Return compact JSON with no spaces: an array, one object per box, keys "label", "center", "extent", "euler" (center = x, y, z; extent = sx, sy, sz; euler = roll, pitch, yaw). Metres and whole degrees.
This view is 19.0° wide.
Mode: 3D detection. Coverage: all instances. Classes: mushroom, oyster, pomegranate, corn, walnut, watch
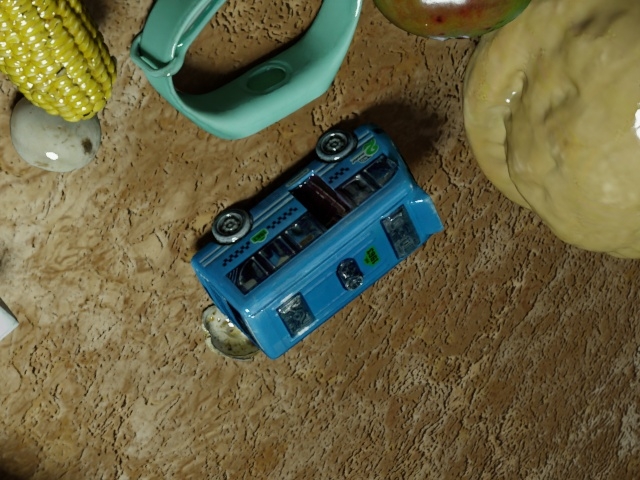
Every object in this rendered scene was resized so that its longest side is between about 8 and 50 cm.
[{"label":"mushroom","center":[-0.244,-0.094,1.736],"extent":[0.085,0.085,0.079],"euler":[-14,159,-33]},{"label":"oyster","center":[-0.093,0.092,2.054],"extent":[0.081,0.038,0.083],"euler":[-42,115,-21]},{"label":"pomegranate","center":[0.122,-0.295,1.817],"extent":[0.180,0.180,0.209],"euler":[-12,99,-34]},{"label":"corn","center":[-0.265,-0.216,1.585],"extent":[0.115,0.115,0.318],"euler":[-39,142,-8]},{"label":"walnut","center":[0.335,-0.165,1.958],"extent":[0.383,0.383,0.383],"euler":[-23,135,-25]},{"label":"watch","center":[-0.064,-0.196,1.801],"extent":[0.237,0.068,0.195],"euler":[-31,137,-19]}]

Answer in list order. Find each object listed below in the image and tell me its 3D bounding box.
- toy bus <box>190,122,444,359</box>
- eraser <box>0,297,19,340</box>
[{"label":"toy bus","center":[0.000,0.000,1.967],"extent":[0.246,0.134,0.113],"euler":[-37,139,-9]},{"label":"eraser","center":[-0.425,0.124,1.740],"extent":[0.287,0.086,0.130],"euler":[-43,139,-3]}]
